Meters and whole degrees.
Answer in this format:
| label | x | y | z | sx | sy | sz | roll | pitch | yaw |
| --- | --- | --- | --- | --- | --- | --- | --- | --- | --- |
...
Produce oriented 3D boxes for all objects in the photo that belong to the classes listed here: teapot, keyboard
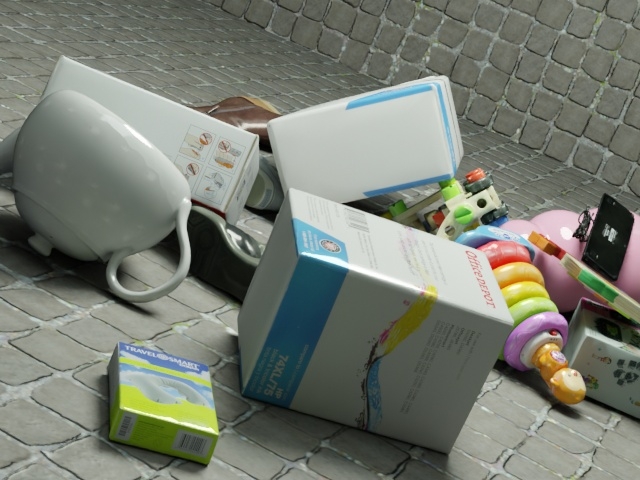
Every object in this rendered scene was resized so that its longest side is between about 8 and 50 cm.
| label | x | y | z | sx | sy | sz | roll | pitch | yaw |
| --- | --- | --- | --- | --- | --- | --- | --- | --- | --- |
| teapot | -0.301 | -0.055 | 1.749 | 0.252 | 0.187 | 0.256 | 43 | -14 | -28 |
| keyboard | 0.461 | -0.008 | 2.249 | 0.100 | 0.038 | 0.192 | 39 | 40 | -7 |

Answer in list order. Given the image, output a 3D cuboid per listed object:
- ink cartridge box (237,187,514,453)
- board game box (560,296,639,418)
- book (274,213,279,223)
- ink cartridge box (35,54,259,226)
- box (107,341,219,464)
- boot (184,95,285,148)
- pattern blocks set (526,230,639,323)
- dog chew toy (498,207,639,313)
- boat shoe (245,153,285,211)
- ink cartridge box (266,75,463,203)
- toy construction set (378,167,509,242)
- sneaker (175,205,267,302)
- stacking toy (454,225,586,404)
| label | x | y | z | sx | sy | sz | roll | pitch | yaw |
| --- | --- | --- | --- | --- | --- | --- | --- | --- | --- |
| ink cartridge box | 0.059 | 0.096 | 1.641 | 0.270 | 0.197 | 0.198 | 18 | 22 | -12 |
| board game box | 0.524 | 0.209 | 2.074 | 0.303 | 0.097 | 0.224 | 24 | 16 | 3 |
| book | 0.000 | 0.000 | 2.210 | 0.096 | 0.035 | 0.144 | 3 | 25 | -37 |
| ink cartridge box | -0.255 | -0.126 | 2.038 | 0.309 | 0.130 | 0.272 | 22 | -10 | 2 |
| box | -0.168 | 0.165 | 1.436 | 0.109 | 0.042 | 0.178 | 17 | 17 | -15 |
| boot | -0.130 | -0.208 | 2.668 | 0.207 | 0.090 | 0.248 | -11 | 36 | -41 |
| pattern blocks set | 0.433 | 0.077 | 2.070 | 0.285 | 0.026 | 0.325 | 36 | 6 | 6 |
| dog chew toy | 0.426 | 0.036 | 2.343 | 0.332 | 0.206 | 0.206 | 5 | 21 | -24 |
| boat shoe | -0.121 | -0.112 | 2.351 | 0.081 | 0.079 | 0.227 | 21 | 18 | -38 |
| ink cartridge box | 0.093 | -0.176 | 2.378 | 0.285 | 0.166 | 0.395 | -12 | 7 | 10 |
| toy construction set | 0.204 | -0.023 | 2.251 | 0.151 | 0.215 | 0.327 | 60 | 7 | -17 |
| sneaker | -0.096 | 0.029 | 1.895 | 0.227 | 0.087 | 0.130 | 32 | 17 | 25 |
| stacking toy | 0.296 | 0.130 | 1.995 | 0.175 | 0.166 | 0.302 | 13 | 29 | -39 |
